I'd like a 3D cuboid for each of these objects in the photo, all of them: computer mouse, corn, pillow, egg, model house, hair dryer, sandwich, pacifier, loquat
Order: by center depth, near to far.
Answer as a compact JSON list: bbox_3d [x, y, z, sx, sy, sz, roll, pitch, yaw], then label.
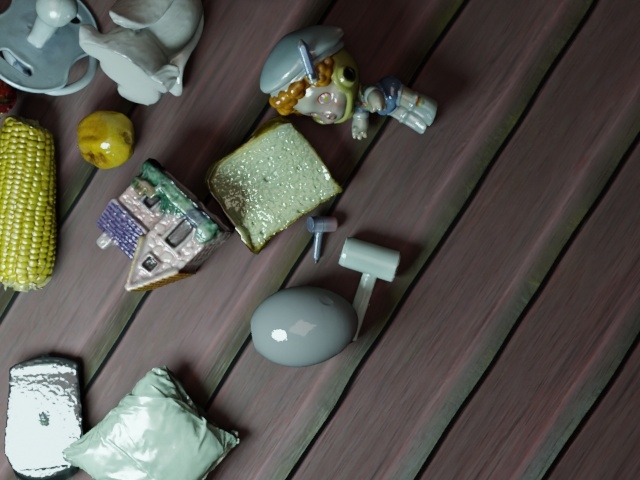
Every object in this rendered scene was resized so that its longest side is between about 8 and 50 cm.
[{"bbox_3d":[-0.565,-0.440,1.707,0.238,0.226,0.287,39,56,-12],"label":"pacifier"},{"bbox_3d":[-0.356,-0.014,1.752,0.237,0.202,0.237,43,91,-2],"label":"model house"},{"bbox_3d":[-0.033,0.186,1.773,0.231,0.176,0.176,-7,93,2],"label":"egg"},{"bbox_3d":[-0.646,-0.078,1.782,0.143,0.144,0.387,4,94,0],"label":"corn"},{"bbox_3d":[-0.473,-0.223,1.791,0.137,0.113,0.137,5,105,19],"label":"loquat"},{"bbox_3d":[-0.368,0.456,1.793,0.283,0.138,0.310,44,87,-12],"label":"pillow"},{"bbox_3d":[-0.113,-0.126,1.803,0.251,0.087,0.226,-37,101,0],"label":"sandwich"},{"bbox_3d":[-0.614,0.403,1.832,0.168,0.087,0.295,-1,83,-10],"label":"computer mouse"},{"bbox_3d":[0.086,0.119,1.836,0.131,0.073,0.236,17,102,1],"label":"hair dryer"},{"bbox_3d":[0.000,0.000,1.836,0.063,0.037,0.114,-1,111,-25],"label":"hair dryer"}]

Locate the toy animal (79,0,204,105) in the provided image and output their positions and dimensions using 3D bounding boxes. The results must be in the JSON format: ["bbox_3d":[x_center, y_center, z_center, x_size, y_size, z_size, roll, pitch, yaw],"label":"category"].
[{"bbox_3d":[-0.349,-0.449,1.740,0.206,0.272,0.265,17,68,26],"label":"toy animal"}]

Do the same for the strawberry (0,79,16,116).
[{"bbox_3d":[-0.792,-0.333,1.716,0.261,0.261,0.258,-19,90,1],"label":"strawberry"}]

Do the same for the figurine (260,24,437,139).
[{"bbox_3d":[0.060,-0.334,1.779,0.381,0.224,0.205,22,69,-24],"label":"figurine"}]
